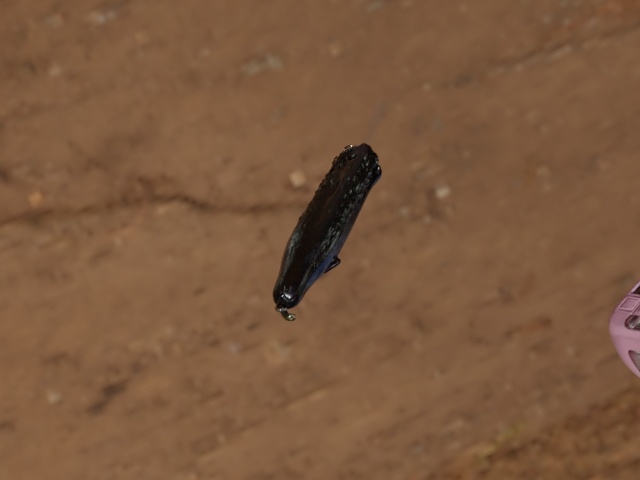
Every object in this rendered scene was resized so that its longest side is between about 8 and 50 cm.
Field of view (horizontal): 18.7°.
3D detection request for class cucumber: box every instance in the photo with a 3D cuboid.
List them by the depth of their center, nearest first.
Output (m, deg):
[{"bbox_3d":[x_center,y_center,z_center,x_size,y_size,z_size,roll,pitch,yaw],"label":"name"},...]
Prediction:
[{"bbox_3d":[0.000,0.000,1.305,0.043,0.039,0.163,-30,-155,48],"label":"cucumber"}]

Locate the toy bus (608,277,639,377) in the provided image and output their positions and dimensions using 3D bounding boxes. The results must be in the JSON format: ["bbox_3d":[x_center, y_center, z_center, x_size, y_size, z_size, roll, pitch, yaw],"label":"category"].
[{"bbox_3d":[0.266,0.057,1.211,0.090,0.063,0.203,-46,-156,-20],"label":"toy bus"}]
